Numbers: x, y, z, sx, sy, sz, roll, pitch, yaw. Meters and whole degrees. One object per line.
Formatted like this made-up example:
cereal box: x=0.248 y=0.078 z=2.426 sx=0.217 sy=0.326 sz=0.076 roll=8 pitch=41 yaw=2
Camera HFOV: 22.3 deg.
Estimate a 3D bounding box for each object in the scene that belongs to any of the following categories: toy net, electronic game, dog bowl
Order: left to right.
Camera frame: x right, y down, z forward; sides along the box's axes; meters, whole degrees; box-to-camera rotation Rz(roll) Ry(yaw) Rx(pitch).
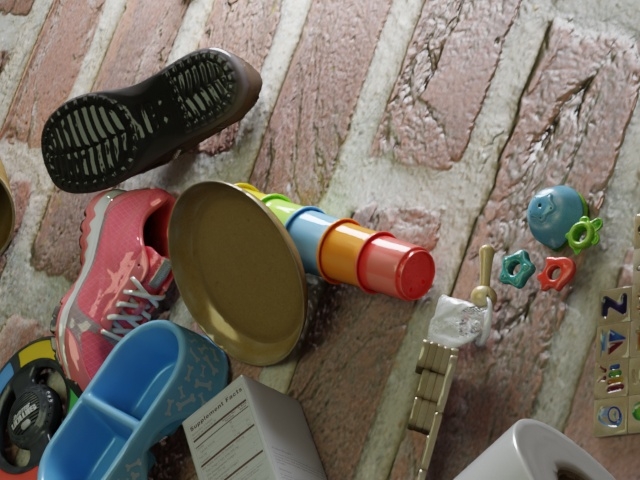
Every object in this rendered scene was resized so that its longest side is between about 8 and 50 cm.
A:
electronic game: x=-0.387 y=0.238 z=2.191 sx=0.229 sy=0.048 sz=0.229 roll=-21 pitch=56 yaw=34
dog bowl: x=-0.237 y=0.226 z=1.998 sx=0.166 sy=0.074 sz=0.297 roll=20 pitch=71 yaw=48
toy net: x=0.210 y=0.048 z=1.738 sx=0.232 sy=0.045 sz=0.122 roll=-51 pitch=46 yaw=12

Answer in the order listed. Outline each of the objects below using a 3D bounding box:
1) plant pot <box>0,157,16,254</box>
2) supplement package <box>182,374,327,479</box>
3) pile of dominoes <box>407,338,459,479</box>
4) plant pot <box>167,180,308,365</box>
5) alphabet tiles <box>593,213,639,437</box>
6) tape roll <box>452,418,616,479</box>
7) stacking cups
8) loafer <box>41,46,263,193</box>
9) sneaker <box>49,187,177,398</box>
plant pot: x=-0.577 y=-0.105 z=2.449 sx=0.237 sy=0.237 sz=0.254 roll=-42 pitch=31 yaw=19
supplement package: x=-0.068 y=0.262 z=1.836 sx=0.105 sy=0.105 sz=0.179 roll=-40 pitch=46 yaw=21
pile of dominoes: x=0.089 y=0.230 z=1.657 sx=0.040 sy=0.196 sz=0.251 roll=16 pitch=77 yaw=5
plant pot: x=-0.095 y=0.036 z=1.951 sx=0.236 sy=0.032 sz=0.236 roll=23 pitch=125 yaw=37
alphabet tiles: x=0.361 y=0.072 z=1.607 sx=0.198 sy=0.009 sz=0.237 roll=-13 pitch=60 yaw=39
tape roll: x=0.201 y=0.306 z=1.461 sx=0.169 sy=0.246 sz=0.246 roll=-45 pitch=45 yaw=17
stacking cups: x=0.000 y=0.000 z=1.919 sx=0.316 sy=0.096 sz=0.096 roll=14 pitch=79 yaw=46
loafer: x=-0.222 y=-0.153 z=2.199 sx=0.366 sy=0.130 sz=0.134 roll=-16 pitch=85 yaw=31
sneaker: x=-0.257 y=0.065 z=2.112 sx=0.136 sy=0.116 sz=0.314 roll=-12 pitch=61 yaw=37
